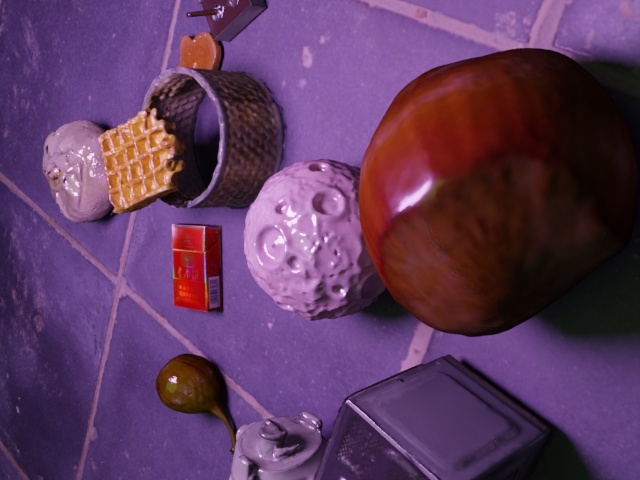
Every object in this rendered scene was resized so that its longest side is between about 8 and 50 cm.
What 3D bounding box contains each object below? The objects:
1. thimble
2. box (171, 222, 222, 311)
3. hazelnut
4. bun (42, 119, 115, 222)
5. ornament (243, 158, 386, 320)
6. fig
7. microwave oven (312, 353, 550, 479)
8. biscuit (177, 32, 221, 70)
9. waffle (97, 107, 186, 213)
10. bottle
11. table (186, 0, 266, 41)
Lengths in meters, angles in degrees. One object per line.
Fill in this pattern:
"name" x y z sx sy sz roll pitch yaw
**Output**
"thimble" -0.210 -0.186 1.385 0.270 0.150 0.271 5 98 43
"box" -0.255 0.054 1.520 0.112 0.048 0.175 3 97 42
"hazelnut" 0.205 -0.065 0.924 0.365 0.365 0.366 6 98 42
"bun" -0.562 -0.163 1.713 0.239 0.141 0.239 9 103 43
"ornament" 0.000 0.000 1.163 0.259 0.225 0.260 5 97 43
"fig" -0.235 0.337 1.506 0.236 0.124 0.124 49 126 5
"microwave oven" 0.120 0.376 1.063 0.218 0.286 0.355 36 122 35
"biscuit" -0.248 -0.363 1.486 0.140 0.023 0.118 -40 68 38
"waffle" -0.320 -0.152 1.348 0.210 0.055 0.161 -19 82 43
"bottle" -0.071 0.449 1.277 0.229 0.229 0.352 24 117 38
"table" -0.211 -0.513 1.377 0.121 0.111 0.240 -29 75 41
